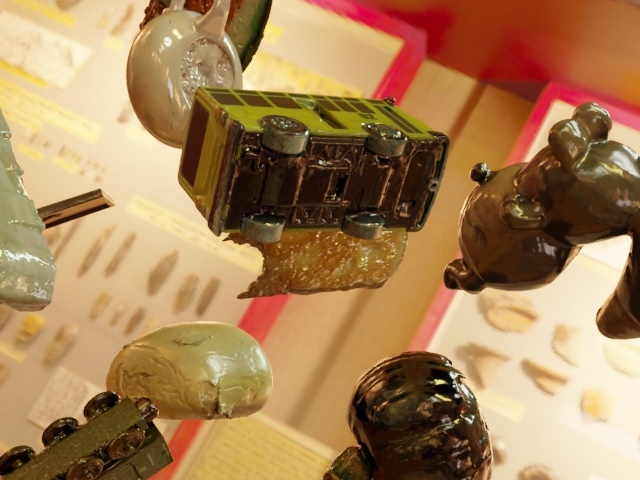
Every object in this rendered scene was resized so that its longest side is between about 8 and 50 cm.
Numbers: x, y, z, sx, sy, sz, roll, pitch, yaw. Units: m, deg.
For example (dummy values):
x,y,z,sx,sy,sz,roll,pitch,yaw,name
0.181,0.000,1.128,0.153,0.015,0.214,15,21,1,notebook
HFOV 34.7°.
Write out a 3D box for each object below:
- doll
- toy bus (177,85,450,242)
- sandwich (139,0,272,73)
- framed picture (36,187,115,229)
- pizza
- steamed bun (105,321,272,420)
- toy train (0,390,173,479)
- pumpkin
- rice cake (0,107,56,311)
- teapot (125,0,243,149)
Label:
x,y,z,sx,sy,sz,roll,pitch,yaw,name
0.373,0.021,1.564,0.378,0.252,0.382,59,-37,15,doll
-0.008,-0.086,1.094,0.262,0.128,0.150,-1,29,-32,toy bus
-0.195,-0.377,1.737,0.212,0.292,0.109,1,29,-21,sandwich
-0.411,-0.032,1.517,0.150,0.203,0.015,134,-63,-85,framed picture
0.000,0.000,1.293,0.181,0.262,0.034,59,-16,4,pizza
-0.225,0.220,1.753,0.273,0.166,0.232,-2,-7,42,steamed bun
-0.295,0.280,1.269,0.090,0.225,0.137,47,-21,33,toy train
0.134,0.331,1.639,0.296,0.295,0.296,27,-17,9,pumpkin
-0.304,-0.062,0.914,0.066,0.063,0.336,13,35,-41,rice cake
-0.196,-0.263,1.556,0.208,0.299,0.166,-3,14,-41,teapot
